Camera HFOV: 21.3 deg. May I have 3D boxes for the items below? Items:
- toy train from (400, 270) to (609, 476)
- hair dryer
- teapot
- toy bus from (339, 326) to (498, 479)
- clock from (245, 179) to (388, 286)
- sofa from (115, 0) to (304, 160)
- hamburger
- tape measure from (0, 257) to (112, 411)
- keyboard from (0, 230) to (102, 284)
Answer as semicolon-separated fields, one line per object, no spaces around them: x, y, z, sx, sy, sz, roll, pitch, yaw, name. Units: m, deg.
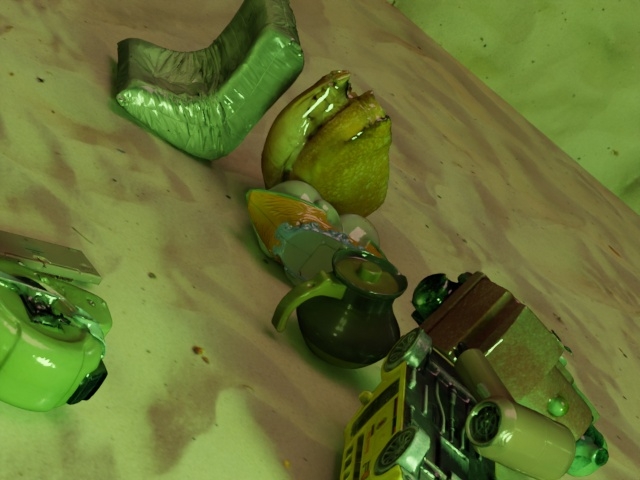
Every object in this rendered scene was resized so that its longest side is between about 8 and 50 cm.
0.230;0.166;2.014;0.304;0.150;0.221;48;-8;-26;toy train
0.174;0.163;1.730;0.117;0.064;0.181;27;19;-40;hair dryer
0.024;0.079;1.995;0.166;0.119;0.130;4;31;-34;teapot
0.101;0.230;1.749;0.144;0.152;0.330;41;20;-11;toy bus
0.000;0.000;2.177;0.231;0.103;0.144;34;17;-21;clock
-0.148;-0.252;2.300;0.176;0.225;0.210;36;21;-22;sofa
-0.004;-0.112;2.273;0.144;0.157;0.283;51;-20;26;hamburger
-0.262;0.081;1.508;0.177;0.087;0.154;24;24;-33;tape measure
-0.293;0.016;1.717;0.166;0.017;0.055;17;24;-49;keyboard
